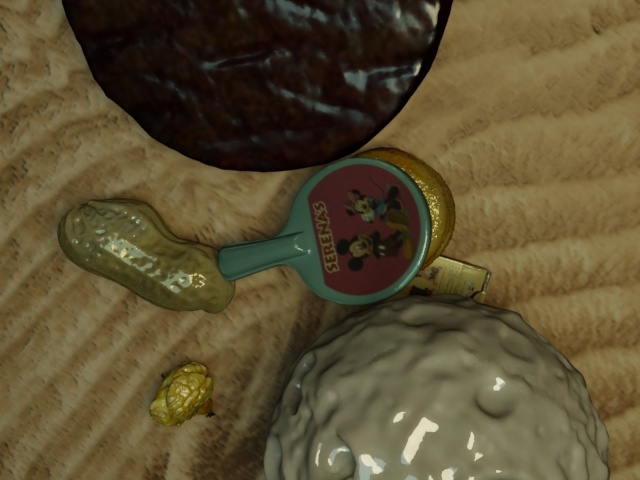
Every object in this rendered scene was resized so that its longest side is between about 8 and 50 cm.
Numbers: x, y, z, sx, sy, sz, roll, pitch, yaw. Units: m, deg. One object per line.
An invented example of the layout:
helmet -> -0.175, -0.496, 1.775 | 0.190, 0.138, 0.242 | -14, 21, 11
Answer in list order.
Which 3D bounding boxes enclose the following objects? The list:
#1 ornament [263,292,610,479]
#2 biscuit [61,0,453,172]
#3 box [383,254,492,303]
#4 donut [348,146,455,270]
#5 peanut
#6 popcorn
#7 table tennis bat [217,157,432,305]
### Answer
ornament -> 0.103, 0.209, 0.802 | 0.337, 0.337, 0.337 | 1, 101, 8
biscuit -> -0.066, -0.268, 0.824 | 0.407, 0.091, 0.407 | 5, 114, 13
box -> 0.114, 0.046, 0.928 | 0.149, 0.020, 0.073 | 18, 101, 4
donut -> 0.069, -0.032, 0.886 | 0.152, 0.058, 0.152 | 0, 89, 14
peanut -> -0.196, 0.018, 0.932 | 0.214, 0.090, 0.098 | 29, 74, 0
popcorn -> -0.156, 0.189, 0.967 | 0.084, 0.084, 0.084 | 1, 101, 8
table tennis bat -> 0.000, 0.000, 0.858 | 0.244, 0.040, 0.153 | -13, 80, 23
